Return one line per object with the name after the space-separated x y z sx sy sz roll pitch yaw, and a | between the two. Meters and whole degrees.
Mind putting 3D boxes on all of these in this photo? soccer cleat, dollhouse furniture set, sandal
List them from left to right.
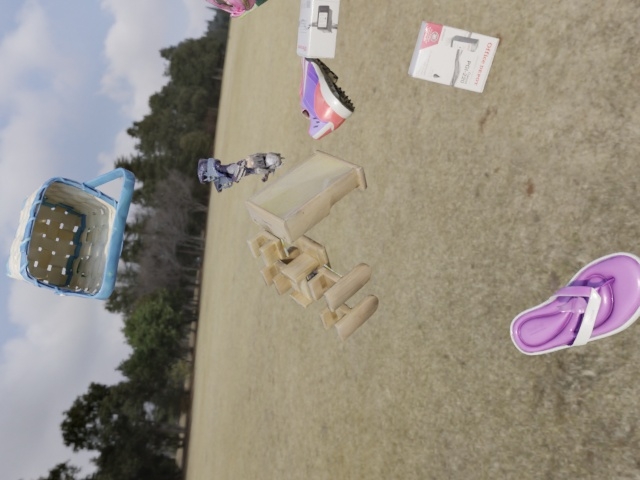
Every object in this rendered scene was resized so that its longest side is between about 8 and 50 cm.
-0.013 -0.366 1.275 0.116 0.109 0.318 -43 39 21 | soccer cleat
0.000 0.000 0.870 0.212 0.161 0.242 30 148 41 | dollhouse furniture set
0.625 0.186 1.284 0.169 0.102 0.416 63 141 25 | sandal

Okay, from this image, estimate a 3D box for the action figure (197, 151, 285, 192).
-0.225 -0.211 1.551 0.185 0.285 0.099 2 -96 -58 | action figure

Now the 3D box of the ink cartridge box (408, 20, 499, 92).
0.388 -0.537 1.520 0.092 0.218 0.158 -91 13 -66 | ink cartridge box

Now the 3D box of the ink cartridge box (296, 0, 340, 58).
-0.005 -0.470 1.105 0.109 0.063 0.150 -123 35 -62 | ink cartridge box

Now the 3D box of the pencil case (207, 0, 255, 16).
-0.142 -0.650 1.032 0.385 0.167 0.160 -63 -15 1 | pencil case

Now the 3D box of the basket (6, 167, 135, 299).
-0.487 -0.010 1.046 0.289 0.201 0.254 -5 70 40 | basket

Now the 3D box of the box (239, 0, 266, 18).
-0.191 -0.819 1.494 0.322 0.232 0.058 -17 44 34 | box
